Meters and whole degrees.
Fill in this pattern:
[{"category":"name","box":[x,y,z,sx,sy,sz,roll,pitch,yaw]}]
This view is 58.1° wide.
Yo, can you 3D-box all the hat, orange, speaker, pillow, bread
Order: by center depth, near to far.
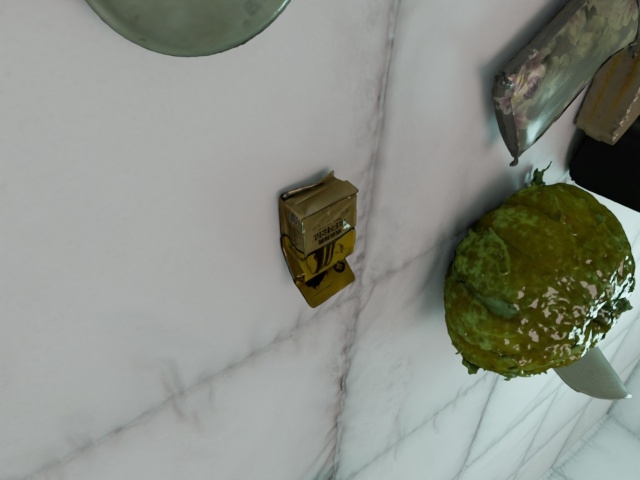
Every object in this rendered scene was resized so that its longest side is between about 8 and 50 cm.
[{"category":"pillow","box":[0.294,-0.225,0.691,0.255,0.059,0.169,-45,143,-6]},{"category":"bread","box":[0.420,-0.225,0.807,0.105,0.077,0.152,24,105,-49]},{"category":"orange","box":[0.313,0.065,0.830,0.301,0.223,0.300,-25,132,-30]},{"category":"speaker","box":[0.547,-0.242,0.858,0.388,0.180,0.184,-51,137,-2]},{"category":"hat","box":[0.485,0.146,1.063,0.168,0.302,0.257,-42,151,27]}]

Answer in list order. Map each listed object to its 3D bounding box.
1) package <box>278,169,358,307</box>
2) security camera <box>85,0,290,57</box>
[{"category":"package","box":[0.000,0.000,0.582,0.071,0.047,0.131,-33,142,-26]},{"category":"security camera","box":[-0.102,-0.188,0.266,0.157,0.080,0.301,-50,143,13]}]
